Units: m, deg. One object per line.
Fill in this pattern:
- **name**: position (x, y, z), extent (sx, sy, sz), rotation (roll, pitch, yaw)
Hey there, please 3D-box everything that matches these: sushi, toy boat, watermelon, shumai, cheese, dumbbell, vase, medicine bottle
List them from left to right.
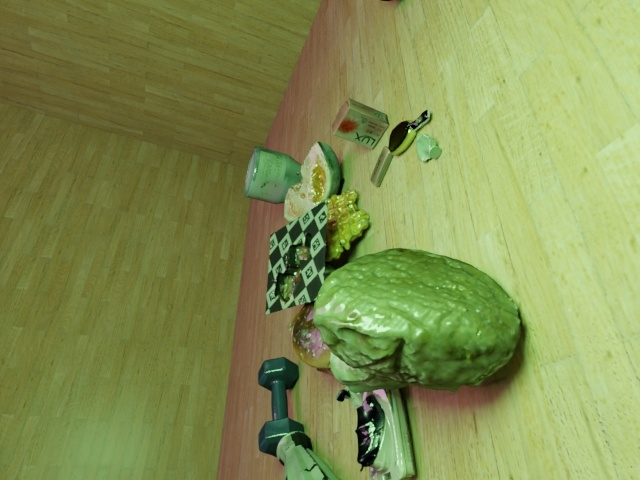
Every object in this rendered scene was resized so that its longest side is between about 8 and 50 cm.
- **dumbbell**: position (-0.145, 0.582, 1.474), extent (0.144, 0.160, 0.325), rotation (-33, 37, 19)
- **medicine bottle**: position (-0.191, -0.291, 1.946), extent (0.245, 0.289, 0.245), rotation (-169, 90, -71)
- **sushi**: position (-0.056, 0.064, 1.242), extent (0.294, 0.059, 0.292), rotation (-25, 55, 45)
- **vase**: position (-0.036, 0.646, 1.109), extent (0.360, 0.165, 0.165), rotation (-178, 100, -75)
- **watermelon**: position (0.007, -0.190, 1.562), extent (0.175, 0.188, 0.322), rotation (53, 130, 24)
- **toy boat**: position (0.110, 0.373, 0.887), extent (0.141, 0.140, 0.270), rotation (-59, 40, 44)
- **cheese**: position (0.235, -0.293, 1.093), extent (0.162, 0.036, 0.086), rotation (144, 138, -63)
- **shumai**: position (0.160, 0.190, 0.740), extent (0.292, 0.329, 0.289), rotation (-40, -44, -55)

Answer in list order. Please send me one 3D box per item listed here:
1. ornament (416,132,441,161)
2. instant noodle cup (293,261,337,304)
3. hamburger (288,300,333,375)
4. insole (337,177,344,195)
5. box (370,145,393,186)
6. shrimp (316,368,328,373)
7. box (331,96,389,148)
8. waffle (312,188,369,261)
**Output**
- **ornament**: position (0.252, -0.225, 0.992), extent (0.068, 0.041, 0.092), rotation (90, 169, -59)
- **instant noodle cup**: position (-0.029, 0.134, 1.378), extent (0.232, 0.207, 0.207), rotation (30, 107, 62)
- **hamburger**: position (0.033, 0.235, 1.128), extent (0.286, 0.146, 0.243), rotation (-12, 55, 51)
- **insole**: position (0.068, -0.169, 1.554), extent (0.045, 0.002, 0.135), rotation (-134, 59, -68)
- **box**: position (0.180, -0.218, 1.223), extent (0.048, 0.025, 0.115), rotation (-106, 33, -58)
- **shrimp**: position (0.021, 0.345, 1.281), extent (0.254, 0.059, 0.145), rotation (-53, 40, 42)
- **box**: position (0.122, -0.359, 1.284), extent (0.111, 0.156, 0.060), rotation (126, 152, -44)
- **waffle**: position (0.036, -0.049, 1.334), extent (0.281, 0.058, 0.301), rotation (-47, 31, -2)
